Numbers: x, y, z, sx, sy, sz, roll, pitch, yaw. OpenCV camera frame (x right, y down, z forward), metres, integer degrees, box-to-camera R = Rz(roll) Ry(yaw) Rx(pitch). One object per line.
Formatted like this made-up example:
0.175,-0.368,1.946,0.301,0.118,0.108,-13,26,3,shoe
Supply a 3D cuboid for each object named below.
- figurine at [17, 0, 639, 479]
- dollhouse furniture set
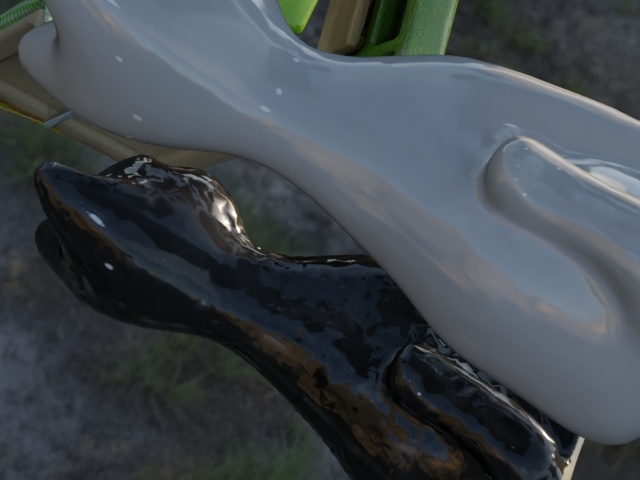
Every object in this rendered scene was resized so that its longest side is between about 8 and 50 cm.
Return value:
0.000,0.000,0.452,0.209,0.215,0.092,26,63,5,figurine
-0.081,-0.157,0.958,0.197,0.301,0.151,28,64,-34,dollhouse furniture set
